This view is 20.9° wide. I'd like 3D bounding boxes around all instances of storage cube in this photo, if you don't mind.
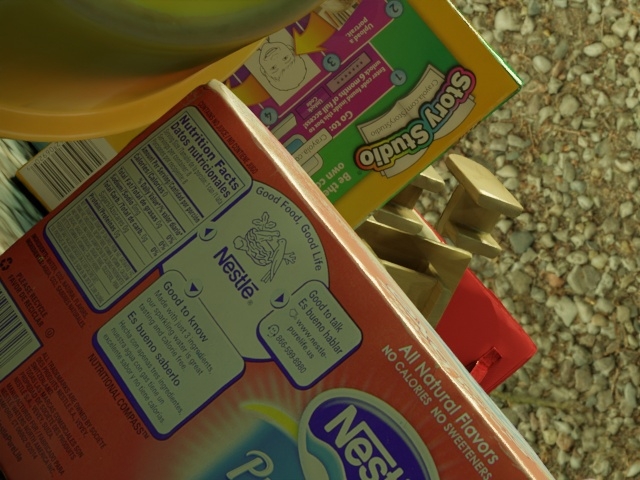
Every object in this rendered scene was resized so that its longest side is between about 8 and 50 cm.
[{"bbox_3d":[0.086,0.079,1.901,0.193,0.184,0.215,47,4,-31],"label":"storage cube"}]

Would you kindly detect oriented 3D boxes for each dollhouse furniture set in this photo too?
[{"bbox_3d":[0.000,0.000,1.432,0.242,0.212,0.161,18,19,-25],"label":"dollhouse furniture set"}]

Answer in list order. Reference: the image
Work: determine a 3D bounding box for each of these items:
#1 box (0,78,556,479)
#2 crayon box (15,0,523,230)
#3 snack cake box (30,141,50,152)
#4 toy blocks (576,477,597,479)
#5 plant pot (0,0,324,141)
[{"bbox_3d":[0.006,0.106,0.632,0.300,0.154,0.142,50,3,33],"label":"box"},{"bbox_3d":[-0.032,-0.071,1.095,0.165,0.278,0.081,50,4,-5],"label":"crayon box"},{"bbox_3d":[-0.091,-0.144,1.278,0.089,0.264,0.152,49,3,6],"label":"snack cake box"},{"bbox_3d":[0.288,0.264,1.017,0.309,0.260,0.288,45,31,-54],"label":"toy blocks"},{"bbox_3d":[-0.089,-0.158,0.682,0.254,0.254,0.239,48,-13,-23],"label":"plant pot"}]
